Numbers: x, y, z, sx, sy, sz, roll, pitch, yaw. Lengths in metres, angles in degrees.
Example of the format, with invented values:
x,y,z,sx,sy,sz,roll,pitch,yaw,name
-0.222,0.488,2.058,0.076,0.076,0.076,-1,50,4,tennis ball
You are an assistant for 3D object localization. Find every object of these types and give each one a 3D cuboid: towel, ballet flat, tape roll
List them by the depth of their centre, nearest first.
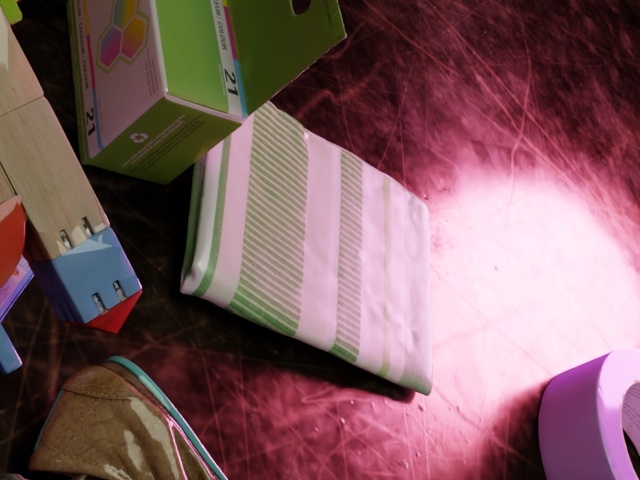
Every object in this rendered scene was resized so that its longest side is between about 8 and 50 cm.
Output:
x,y,z,sx,sy,sz,roll,pitch,yaw,name
-0.082,0.239,0.740,0.342,0.116,0.124,47,60,-12,ballet flat
0.000,0.000,1.015,0.324,0.038,0.248,28,52,-38,towel
0.388,0.274,1.213,0.274,0.090,0.275,26,49,-34,tape roll

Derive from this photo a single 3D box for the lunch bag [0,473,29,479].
x,y,z,sx,sy,sz,roll,pitch,yaw,name
-0.147,0.287,0.499,0.256,0.212,0.305,17,35,-40,lunch bag

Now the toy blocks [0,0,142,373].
x,y,z,sx,sy,sz,roll,pitch,yaw,name
-0.290,0.006,0.604,0.381,0.190,0.261,-34,108,-33,toy blocks

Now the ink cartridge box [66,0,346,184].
x,y,z,sx,sy,sz,roll,pitch,yaw,name
-0.111,-0.194,0.868,0.097,0.255,0.189,12,57,-41,ink cartridge box

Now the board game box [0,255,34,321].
x,y,z,sx,sy,sz,roll,pitch,yaw,name
-0.295,-0.049,0.749,0.211,0.039,0.160,43,42,-18,board game box
